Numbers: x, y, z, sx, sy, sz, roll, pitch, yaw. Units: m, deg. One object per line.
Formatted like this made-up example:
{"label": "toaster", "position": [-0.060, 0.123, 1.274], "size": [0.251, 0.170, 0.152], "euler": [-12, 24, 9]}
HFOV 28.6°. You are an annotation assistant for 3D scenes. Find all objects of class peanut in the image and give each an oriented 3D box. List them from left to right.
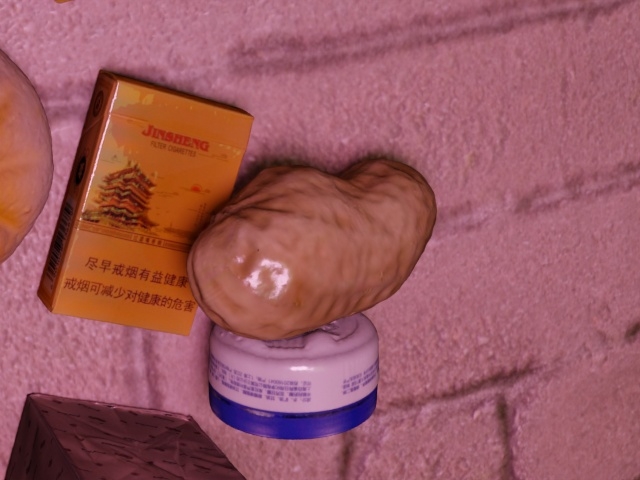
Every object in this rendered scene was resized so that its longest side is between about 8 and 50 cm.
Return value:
{"label": "peanut", "position": [0.000, 0.000, 1.455], "size": [0.387, 0.169, 0.192], "euler": [-18, 71, -47]}

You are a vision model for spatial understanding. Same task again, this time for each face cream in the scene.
{"label": "face cream", "position": [-0.032, 0.145, 1.496], "size": [0.206, 0.206, 0.111], "euler": [-7, 108, -24]}

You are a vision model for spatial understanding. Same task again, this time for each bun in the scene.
{"label": "bun", "position": [-0.412, -0.073, 1.274], "size": [0.299, 0.165, 0.299], "euler": [-7, 109, -22]}

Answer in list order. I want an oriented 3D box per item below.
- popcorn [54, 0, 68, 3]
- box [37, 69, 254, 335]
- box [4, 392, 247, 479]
{"label": "popcorn", "position": [-0.271, -0.330, 1.284], "size": [0.148, 0.152, 0.167], "euler": [-22, 118, 12]}
{"label": "box", "position": [-0.200, -0.039, 1.436], "size": [0.174, 0.076, 0.274], "euler": [12, 100, -30]}
{"label": "box", "position": [-0.219, 0.318, 1.406], "size": [0.225, 0.297, 0.190], "euler": [12, 100, -28]}
